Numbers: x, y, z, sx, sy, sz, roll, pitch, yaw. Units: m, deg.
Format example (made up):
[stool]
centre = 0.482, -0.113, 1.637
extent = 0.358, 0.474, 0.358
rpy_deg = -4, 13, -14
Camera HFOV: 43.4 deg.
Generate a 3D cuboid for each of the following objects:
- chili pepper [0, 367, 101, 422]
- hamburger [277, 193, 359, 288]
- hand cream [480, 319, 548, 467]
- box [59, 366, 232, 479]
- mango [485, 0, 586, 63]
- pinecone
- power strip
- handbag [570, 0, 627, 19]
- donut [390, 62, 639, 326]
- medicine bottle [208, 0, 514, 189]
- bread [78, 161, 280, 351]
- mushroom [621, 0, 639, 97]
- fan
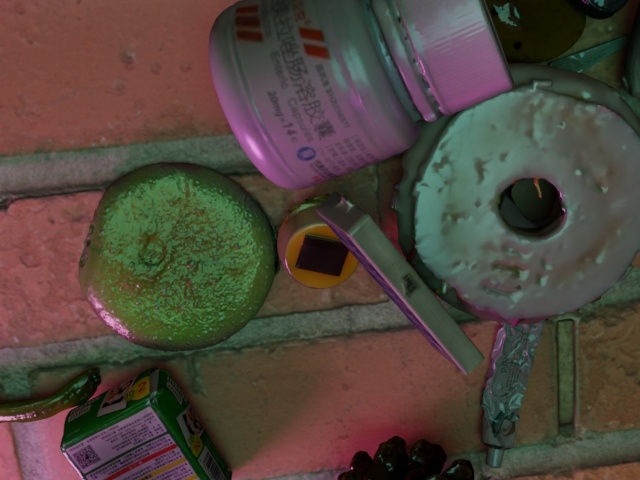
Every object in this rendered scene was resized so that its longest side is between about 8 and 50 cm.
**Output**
[chili pepper]
centre = -0.433, 0.248, 1.232
extent = 0.202, 0.050, 0.052
rpy_deg = -13, 142, -3
[hamburger]
centre = 0.000, 0.000, 1.182
extent = 0.127, 0.081, 0.141
rpy_deg = -3, 118, -6
[hand cream]
centre = 0.298, 0.238, 1.282
extent = 0.084, 0.050, 0.256
rpy_deg = 7, 97, -8
[box]
centre = -0.259, 0.332, 1.226
extent = 0.180, 0.103, 0.250
rpy_deg = -27, 109, 3
[mango]
centre = 0.282, -0.306, 1.123
extent = 0.178, 0.090, 0.115
rpy_deg = 18, 93, -17
[pinecone]
centre = 0.127, 0.412, 1.216
extent = 0.264, 0.264, 0.264
rpy_deg = -1, 104, -4
[power strip]
centre = 0.122, 0.071, 1.147
extent = 0.043, 0.106, 0.367
rpy_deg = -44, 122, -4
[handbag]
centre = 0.313, -0.445, 1.079
extent = 0.332, 0.075, 0.191
rpy_deg = 31, 81, -7
[donut]
centre = 0.285, -0.064, 1.154
extent = 0.383, 0.142, 0.382
rpy_deg = -1, 104, -3
[medicine bottle]
centre = 0.053, -0.226, 1.005
extent = 0.325, 0.256, 0.256
rpy_deg = -19, 106, 18
[bread]
centre = -0.208, 0.034, 1.194
extent = 0.302, 0.045, 0.301
rpy_deg = -1, 105, -5
[mushroom]
centre = 0.470, -0.298, 1.091
extent = 0.099, 0.096, 0.278
rpy_deg = -5, 136, 4
[fan]
centre = 0.422, -0.280, 1.175
extent = 0.193, 0.016, 0.038
rpy_deg = -24, 113, 3
